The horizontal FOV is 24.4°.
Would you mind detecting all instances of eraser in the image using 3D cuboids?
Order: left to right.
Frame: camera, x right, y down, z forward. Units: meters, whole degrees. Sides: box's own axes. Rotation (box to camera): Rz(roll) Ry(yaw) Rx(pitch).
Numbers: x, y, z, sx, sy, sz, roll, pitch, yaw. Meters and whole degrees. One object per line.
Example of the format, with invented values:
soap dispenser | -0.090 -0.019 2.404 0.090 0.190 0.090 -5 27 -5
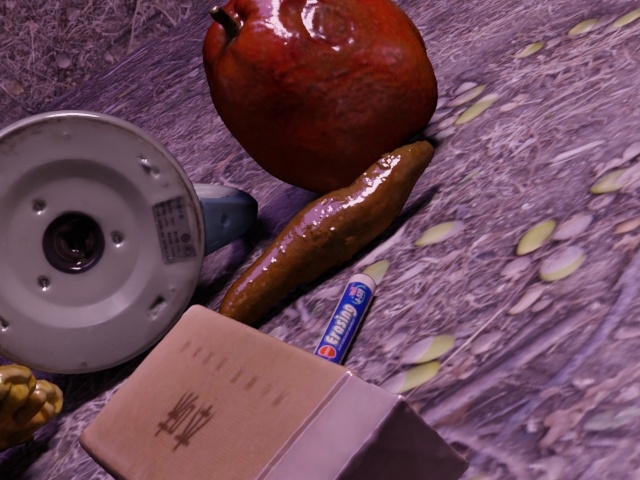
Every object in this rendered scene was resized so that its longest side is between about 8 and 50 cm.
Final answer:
eraser | -0.046 0.138 0.971 0.144 0.078 0.343 -50 22 -13

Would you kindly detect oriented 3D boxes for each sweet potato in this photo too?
sweet potato | 0.000 0.000 1.333 0.274 0.067 0.067 -41 19 -8

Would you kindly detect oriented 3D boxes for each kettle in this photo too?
kettle | -0.221 -0.014 1.537 0.319 0.247 0.342 -3 5 -9

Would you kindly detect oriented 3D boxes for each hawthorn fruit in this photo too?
hawthorn fruit | -0.012 -0.170 1.477 0.224 0.261 0.224 -37 34 31

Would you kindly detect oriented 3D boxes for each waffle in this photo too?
waffle | -0.373 0.192 1.295 0.300 0.058 0.281 -24 -15 -6

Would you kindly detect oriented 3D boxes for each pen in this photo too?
pen | 0.007 0.086 1.144 0.025 0.025 0.204 -23 20 28
